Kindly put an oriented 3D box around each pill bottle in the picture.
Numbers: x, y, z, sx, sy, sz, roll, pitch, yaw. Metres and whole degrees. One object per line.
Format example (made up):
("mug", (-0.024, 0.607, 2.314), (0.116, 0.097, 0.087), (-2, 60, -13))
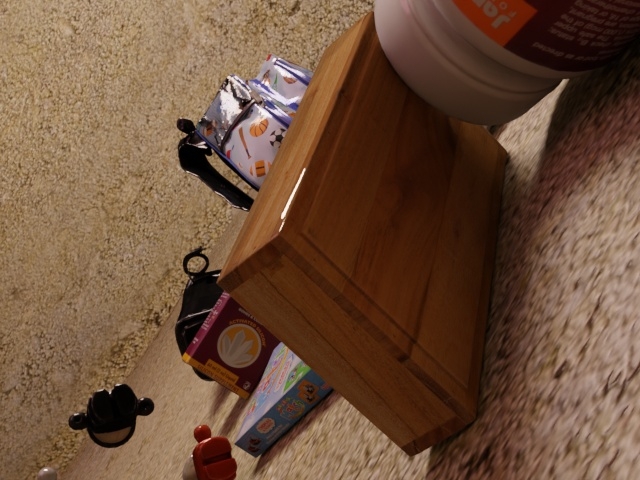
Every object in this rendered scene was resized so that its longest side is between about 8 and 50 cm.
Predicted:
("pill bottle", (0.218, -0.275, 0.921), (0.392, 0.224, 0.224), (-45, 15, 51))

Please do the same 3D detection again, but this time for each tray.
("tray", (0.060, -0.032, 0.951), (0.076, 0.203, 0.411), (-37, 18, 29))

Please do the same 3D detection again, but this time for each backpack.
("backpack", (-0.015, -0.111, 1.506), (0.213, 0.277, 0.263), (-56, 36, 15))

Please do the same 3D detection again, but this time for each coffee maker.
("coffee maker", (-0.184, 0.123, 1.807), (0.120, 0.171, 0.178), (-39, 14, 7))

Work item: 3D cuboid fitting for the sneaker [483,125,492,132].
("sneaker", (0.184, -0.198, 1.301), (0.105, 0.115, 0.281), (-4, 57, 29))

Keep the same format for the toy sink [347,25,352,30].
("toy sink", (0.065, -0.219, 1.741), (0.234, 0.153, 0.131), (-57, 9, -10))

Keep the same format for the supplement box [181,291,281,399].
("supplement box", (-0.105, 0.121, 1.609), (0.188, 0.104, 0.081), (-58, 10, -8))

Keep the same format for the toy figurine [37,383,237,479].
("toy figurine", (-0.217, 0.292, 1.294), (0.209, 0.213, 0.148), (-64, 2, -24))

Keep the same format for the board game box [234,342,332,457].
("board game box", (-0.015, 0.139, 1.287), (0.211, 0.039, 0.160), (-49, 12, 42))
